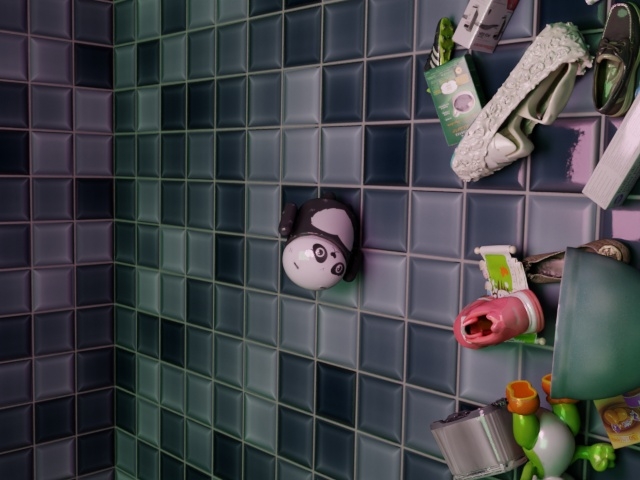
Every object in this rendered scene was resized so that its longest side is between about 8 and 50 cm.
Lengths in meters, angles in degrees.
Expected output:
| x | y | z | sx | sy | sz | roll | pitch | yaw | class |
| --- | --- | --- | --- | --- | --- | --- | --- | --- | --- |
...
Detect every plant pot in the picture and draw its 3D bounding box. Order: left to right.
| x | y | z | sx | sy | sz | roll | pitch | yaw | class |
| --- | --- | --- | --- | --- | --- | --- | --- | --- | --- |
| 0.547 | 0.165 | 1.451 | 0.196 | 0.293 | 0.293 | 6 | 98 | 20 | plant pot |

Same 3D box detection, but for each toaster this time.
| x | y | z | sx | sy | sz | roll | pitch | yaw | class |
| --- | --- | --- | --- | --- | --- | --- | --- | --- | --- |
| 0.367 | 0.449 | 1.745 | 0.227 | 0.129 | 0.146 | -31 | 75 | 41 | toaster |

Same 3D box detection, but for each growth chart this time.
| x | y | z | sx | sy | sz | roll | pitch | yaw | class |
| --- | --- | --- | --- | --- | --- | --- | --- | --- | --- |
| 0.413 | 0.119 | 1.710 | 0.172 | 0.021 | 0.237 | 153 | 103 | -67 | growth chart |

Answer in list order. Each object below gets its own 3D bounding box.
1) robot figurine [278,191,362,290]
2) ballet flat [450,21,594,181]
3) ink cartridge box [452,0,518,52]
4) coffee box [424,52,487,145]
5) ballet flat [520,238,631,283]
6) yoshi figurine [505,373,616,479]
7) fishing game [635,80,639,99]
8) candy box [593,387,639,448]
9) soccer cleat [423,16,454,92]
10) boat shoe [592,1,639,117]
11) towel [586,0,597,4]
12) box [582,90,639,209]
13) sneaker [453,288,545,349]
| x | y | z | sx | sy | sz | roll | pitch | yaw | class |
| --- | --- | --- | --- | --- | --- | --- | --- | --- | --- |
| 0.003 | 0.000 | 2.014 | 0.209 | 0.278 | 0.174 | 8 | 136 | 10 | robot figurine |
| 0.418 | -0.261 | 1.622 | 0.147 | 0.147 | 0.409 | 52 | 127 | 31 | ballet flat |
| 0.364 | -0.487 | 1.702 | 0.056 | 0.099 | 0.135 | 44 | 123 | 34 | ink cartridge box |
| 0.317 | -0.319 | 1.768 | 0.113 | 0.040 | 0.184 | -18 | 93 | 38 | coffee box |
| 0.517 | 0.048 | 1.605 | 0.250 | 0.058 | 0.084 | -11 | 83 | 47 | ballet flat |
| 0.481 | 0.470 | 1.574 | 0.203 | 0.203 | 0.362 | -1 | 103 | 36 | yoshi figurine |
| 0.673 | -0.275 | 1.434 | 0.189 | 0.041 | 0.264 | 47 | 124 | 31 | fishing game |
| 0.638 | 0.327 | 1.501 | 0.186 | 0.053 | 0.109 | -34 | 68 | 44 | candy box |
| 0.277 | -0.434 | 1.827 | 0.072 | 0.060 | 0.179 | 10 | 103 | 47 | soccer cleat |
| 0.574 | -0.354 | 1.506 | 0.080 | 0.073 | 0.224 | 13 | 103 | 45 | boat shoe |
| 0.580 | -0.552 | 1.530 | 0.152 | 0.023 | 0.113 | -27 | 75 | 42 | towel |
| 0.605 | -0.207 | 1.456 | 0.067 | 0.063 | 0.324 | 47 | 133 | 35 | box |
| 0.348 | 0.178 | 1.690 | 0.314 | 0.136 | 0.116 | 137 | 118 | -66 | sneaker |
